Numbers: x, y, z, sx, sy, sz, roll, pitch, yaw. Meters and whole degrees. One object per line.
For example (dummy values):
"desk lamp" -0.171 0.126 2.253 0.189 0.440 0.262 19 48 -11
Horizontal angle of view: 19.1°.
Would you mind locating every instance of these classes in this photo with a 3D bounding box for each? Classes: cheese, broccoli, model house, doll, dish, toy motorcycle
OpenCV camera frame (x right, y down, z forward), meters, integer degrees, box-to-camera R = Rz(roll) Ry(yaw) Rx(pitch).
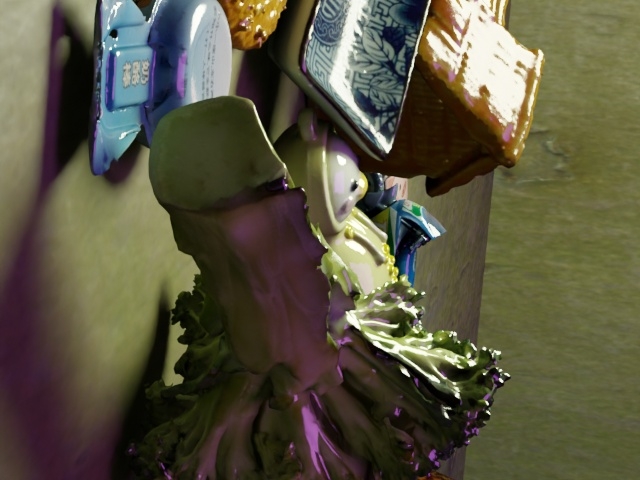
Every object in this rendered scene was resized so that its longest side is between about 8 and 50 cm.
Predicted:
"cheese" -0.105 -0.111 1.242 0.244 0.052 0.135 -28 121 -74
"broccoli" -0.051 0.055 1.297 0.361 0.252 0.221 48 41 -42
"model house" 0.106 -0.175 1.851 0.219 0.229 0.199 83 23 -55
"doll" 0.012 0.000 1.736 0.141 0.117 0.296 -76 168 -45
"dish" 0.020 -0.214 1.680 0.182 0.080 0.243 43 56 -53
"toy motorcycle" 0.056 0.041 1.936 0.092 0.135 0.254 -25 121 -77

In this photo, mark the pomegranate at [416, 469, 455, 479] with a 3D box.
"pomegranate" 0.022 0.276 1.703 0.285 0.285 0.341 57 10 -73

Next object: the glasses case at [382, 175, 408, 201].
"glasses case" 0.060 -0.064 2.076 0.103 0.067 0.267 -74 166 -45

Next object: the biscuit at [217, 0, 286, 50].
"biscuit" -0.045 -0.275 1.491 0.254 0.035 0.254 6 90 -79
